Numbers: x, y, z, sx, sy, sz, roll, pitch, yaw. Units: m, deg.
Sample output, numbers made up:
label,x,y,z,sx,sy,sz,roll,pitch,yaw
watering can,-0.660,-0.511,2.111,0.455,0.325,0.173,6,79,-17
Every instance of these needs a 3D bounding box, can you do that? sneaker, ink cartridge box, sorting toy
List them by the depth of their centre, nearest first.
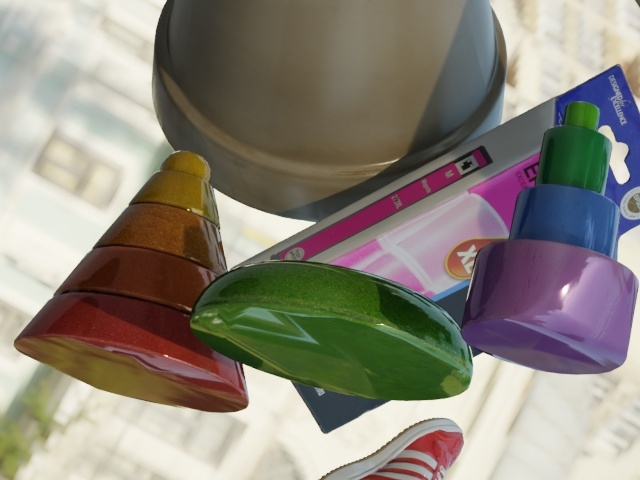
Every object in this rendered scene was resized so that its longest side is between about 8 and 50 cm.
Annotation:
label,x,y,z,sx,sy,sz,roll,pitch,yaw
sorting toy,0.000,0.000,0.865,0.365,0.127,0.126,-9,-119,48
sneaker,0.049,0.130,0.931,0.118,0.067,0.042,-23,140,-46
ink cartridge box,0.124,0.011,1.595,0.371,0.176,0.069,-29,-141,2

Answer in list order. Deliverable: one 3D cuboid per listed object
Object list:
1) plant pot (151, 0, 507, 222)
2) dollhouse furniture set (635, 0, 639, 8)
label,x,y,z,sx,sy,sz,roll,pitch,yaw
plant pot,0.016,-0.222,1.626,0.280,0.323,0.323,97,10,-52
dollhouse furniture set,0.325,-0.290,1.513,0.362,0.256,0.394,62,-29,28
